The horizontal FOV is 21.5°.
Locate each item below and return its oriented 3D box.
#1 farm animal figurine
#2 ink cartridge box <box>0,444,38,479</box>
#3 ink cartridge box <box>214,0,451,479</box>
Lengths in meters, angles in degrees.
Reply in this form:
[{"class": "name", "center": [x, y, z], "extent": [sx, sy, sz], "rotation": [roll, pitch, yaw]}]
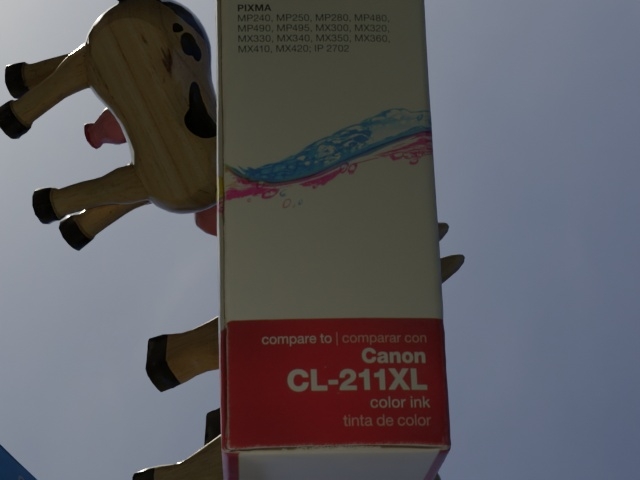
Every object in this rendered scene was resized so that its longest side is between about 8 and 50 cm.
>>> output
[{"class": "farm animal figurine", "center": [-0.014, 0.039, 0.909], "extent": [0.172, 0.330, 0.327], "rotation": [-21, -125, 17]}, {"class": "ink cartridge box", "center": [-0.061, 0.123, 0.333], "extent": [0.104, 0.180, 0.060], "rotation": [-30, -151, 19]}, {"class": "ink cartridge box", "center": [0.000, 0.000, 0.586], "extent": [0.072, 0.127, 0.175], "rotation": [-1, -108, -2]}]
